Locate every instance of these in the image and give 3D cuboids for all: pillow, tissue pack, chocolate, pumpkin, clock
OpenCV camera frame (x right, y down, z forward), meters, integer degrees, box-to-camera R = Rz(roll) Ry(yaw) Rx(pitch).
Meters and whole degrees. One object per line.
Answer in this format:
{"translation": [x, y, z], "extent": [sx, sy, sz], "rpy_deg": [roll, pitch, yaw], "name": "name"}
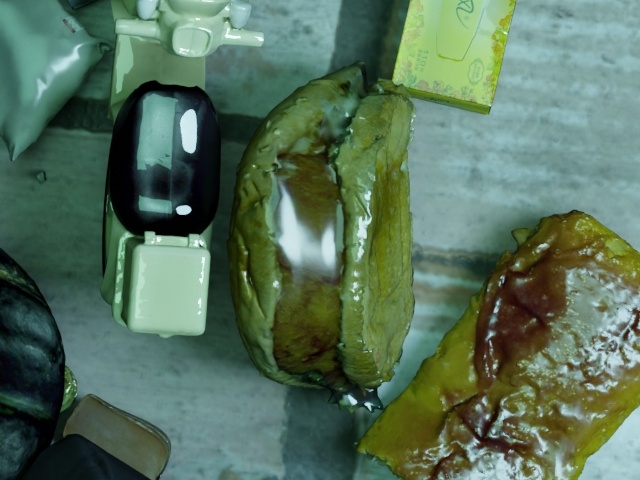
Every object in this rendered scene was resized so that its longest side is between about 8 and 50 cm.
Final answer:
{"translation": [-0.324, -0.207, 1.749], "extent": [0.254, 0.078, 0.144], "rpy_deg": [42, 95, 6], "name": "pillow"}
{"translation": [0.129, -0.212, 1.730], "extent": [0.095, 0.062, 0.176], "rpy_deg": [14, 88, 4], "name": "tissue pack"}
{"translation": [-0.184, 0.184, 1.738], "extent": [0.101, 0.031, 0.064], "rpy_deg": [28, 99, 5], "name": "chocolate"}
{"translation": [-0.340, 0.136, 1.659], "extent": [0.296, 0.296, 0.295], "rpy_deg": [0, 86, 4], "name": "pumpkin"}
{"translation": [-0.129, -0.119, 1.624], "extent": [0.120, 0.276, 0.379], "rpy_deg": [2, 99, -12], "name": "clock"}

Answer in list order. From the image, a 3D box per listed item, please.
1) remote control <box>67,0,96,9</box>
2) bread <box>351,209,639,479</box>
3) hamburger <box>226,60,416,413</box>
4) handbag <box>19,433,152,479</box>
{"translation": [-0.076, -0.333, 1.760], "extent": [0.378, 0.044, 0.107], "rpy_deg": [-22, 90, 2], "name": "remote control"}
{"translation": [0.160, 0.156, 1.682], "extent": [0.185, 0.109, 0.380], "rpy_deg": [38, 91, 5], "name": "bread"}
{"translation": [0.000, 0.000, 1.638], "extent": [0.132, 0.211, 0.308], "rpy_deg": [5, 98, 19], "name": "hamburger"}
{"translation": [-0.171, 0.348, 1.597], "extent": [0.302, 0.178, 0.275], "rpy_deg": [38, 88, -33], "name": "handbag"}
